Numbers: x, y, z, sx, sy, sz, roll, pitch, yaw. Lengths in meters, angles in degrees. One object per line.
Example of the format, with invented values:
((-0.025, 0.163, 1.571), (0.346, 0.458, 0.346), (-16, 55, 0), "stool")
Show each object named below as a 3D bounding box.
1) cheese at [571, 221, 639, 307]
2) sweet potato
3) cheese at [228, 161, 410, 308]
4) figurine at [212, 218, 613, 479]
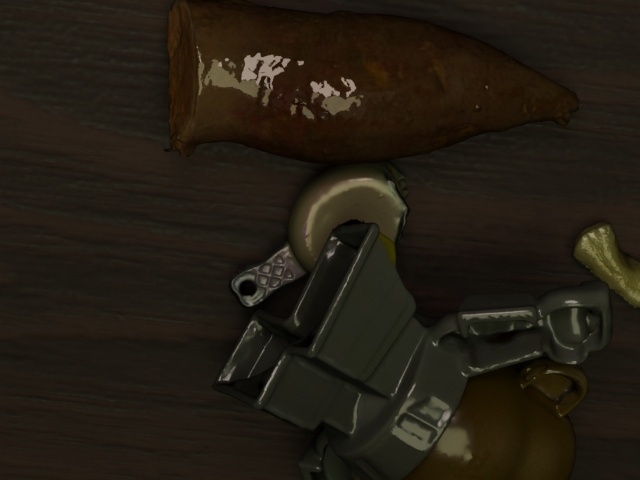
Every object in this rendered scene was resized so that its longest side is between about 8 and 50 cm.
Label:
((0.253, 0.019, 1.536), (0.083, 0.030, 0.044), (38, 108, -7), "cheese")
((0.043, -0.119, 1.431), (0.337, 0.131, 0.131), (5, 107, -3), "sweet potato")
((0.006, 0.004, 1.510), (0.092, 0.047, 0.171), (37, 102, -10), "cheese")
((0.084, 0.134, 1.482), (0.285, 0.167, 0.342), (31, 145, -17), "figurine")
